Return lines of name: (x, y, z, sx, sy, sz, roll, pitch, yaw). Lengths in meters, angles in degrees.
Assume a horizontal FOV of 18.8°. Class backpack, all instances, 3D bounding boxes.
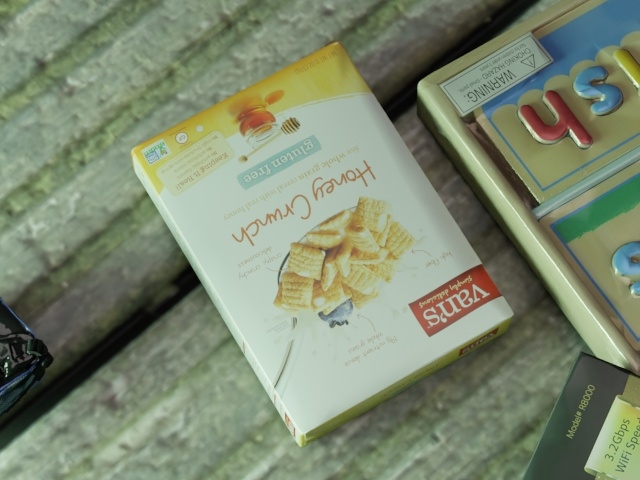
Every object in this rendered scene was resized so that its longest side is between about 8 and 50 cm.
backpack: (-0.252, 0.086, 1.291, 0.114, 0.084, 0.105, -39, 75, -19)

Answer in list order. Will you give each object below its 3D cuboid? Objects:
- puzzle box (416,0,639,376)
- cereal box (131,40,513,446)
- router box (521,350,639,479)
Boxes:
puzzle box: (0.309, -0.098, 1.378, 0.409, 0.052, 0.272, -31, 68, -12)
cereal box: (0.000, 0.000, 1.349, 0.173, 0.047, 0.240, -29, 74, -11)
router box: (0.212, 0.257, 1.196, 0.243, 0.081, 0.309, 22, 84, 16)
